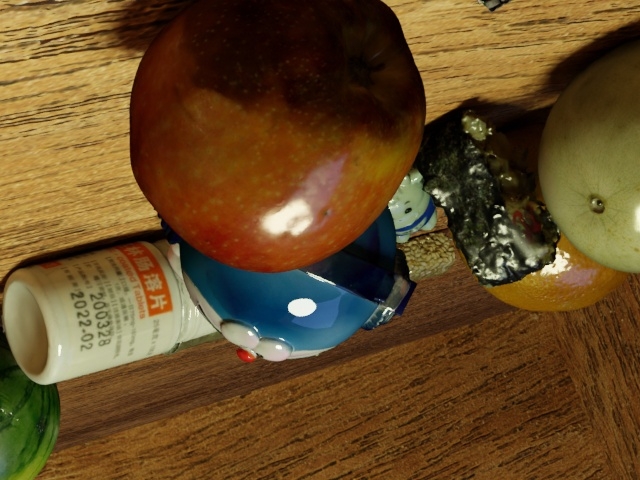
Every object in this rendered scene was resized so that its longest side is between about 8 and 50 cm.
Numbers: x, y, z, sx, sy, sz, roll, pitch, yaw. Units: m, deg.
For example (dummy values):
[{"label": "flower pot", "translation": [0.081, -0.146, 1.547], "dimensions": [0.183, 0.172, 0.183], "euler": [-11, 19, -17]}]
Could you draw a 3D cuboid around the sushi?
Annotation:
[{"label": "sushi", "translation": [0.207, -0.054, 1.837], "dimensions": [0.115, 0.212, 0.147], "euler": [-29, 175, 21]}]

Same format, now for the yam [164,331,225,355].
[{"label": "yam", "translation": [-0.142, 0.103, 2.260], "dimensions": [0.093, 0.093, 0.259], "euler": [-30, 167, 40]}]

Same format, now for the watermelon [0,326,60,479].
[{"label": "watermelon", "translation": [-0.438, 0.214, 1.849], "dimensions": [0.242, 0.242, 0.242], "euler": [-21, 170, -4]}]

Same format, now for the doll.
[{"label": "doll", "translation": [-0.041, 0.010, 1.634], "dimensions": [0.310, 0.284, 0.240], "euler": [-150, -96, -86]}]

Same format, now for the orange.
[{"label": "orange", "translation": [0.292, -0.030, 2.006], "dimensions": [0.264, 0.264, 0.264], "euler": [-21, 170, -4]}]

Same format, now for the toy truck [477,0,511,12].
[{"label": "toy truck", "translation": [0.169, -0.233, 1.329], "dimensions": [0.083, 0.039, 0.044], "euler": [-27, -175, 34]}]

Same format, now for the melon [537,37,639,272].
[{"label": "melon", "translation": [0.403, -0.109, 1.788], "dimensions": [0.330, 0.268, 0.268], "euler": [-33, 180, -42]}]

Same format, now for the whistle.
[{"label": "whistle", "translation": [0.101, -0.051, 1.962], "dimensions": [0.110, 0.092, 0.244], "euler": [-27, 168, 7]}]

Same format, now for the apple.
[{"label": "apple", "translation": [-0.030, -0.094, 1.156], "dimensions": [0.230, 0.230, 0.230], "euler": [-21, 170, -4]}]

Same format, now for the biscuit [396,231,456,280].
[{"label": "biscuit", "translation": [0.146, 0.035, 2.565], "dimensions": [0.169, 0.070, 0.082], "euler": [-13, 158, -31]}]

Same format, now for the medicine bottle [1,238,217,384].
[{"label": "medicine bottle", "translation": [-0.236, 0.076, 1.801], "dimensions": [0.252, 0.144, 0.144], "euler": [-11, 165, -35]}]
